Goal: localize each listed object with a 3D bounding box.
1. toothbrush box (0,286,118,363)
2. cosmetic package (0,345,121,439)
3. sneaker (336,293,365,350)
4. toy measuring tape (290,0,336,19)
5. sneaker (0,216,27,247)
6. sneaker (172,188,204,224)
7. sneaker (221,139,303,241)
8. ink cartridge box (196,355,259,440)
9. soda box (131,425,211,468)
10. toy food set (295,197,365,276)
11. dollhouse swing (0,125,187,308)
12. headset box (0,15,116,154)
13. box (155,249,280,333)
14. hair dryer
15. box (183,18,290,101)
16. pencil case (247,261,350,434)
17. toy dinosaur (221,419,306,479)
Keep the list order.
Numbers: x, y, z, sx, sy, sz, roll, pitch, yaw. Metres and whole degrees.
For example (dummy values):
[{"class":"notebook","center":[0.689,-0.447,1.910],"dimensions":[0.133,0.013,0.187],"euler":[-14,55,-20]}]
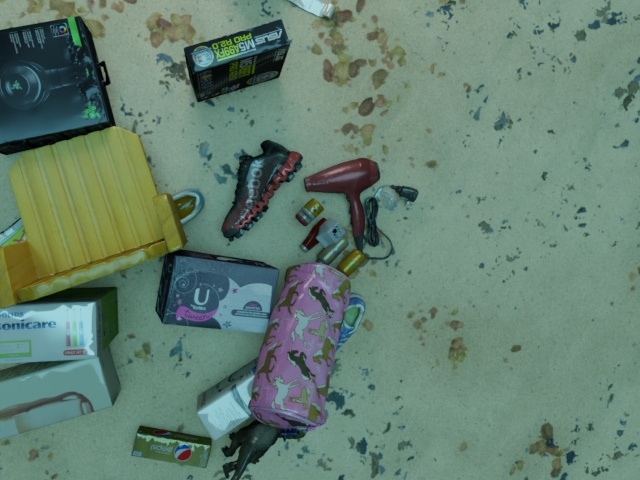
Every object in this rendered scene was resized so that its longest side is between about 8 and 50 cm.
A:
[{"class":"toothbrush box","center":[-0.566,0.176,1.321],"dimensions":[0.206,0.283,0.122],"euler":[-1,91,-10]},{"class":"cosmetic package","center":[-0.624,0.342,1.383],"dimensions":[0.296,0.153,0.129],"euler":[-15,95,-8]},{"class":"sneaker","center":[0.038,0.224,1.526],"dimensions":[0.080,0.081,0.211],"euler":[35,87,-10]},{"class":"toy measuring tape","center":[-0.110,-0.637,1.468],"dimensions":[0.330,0.121,0.121],"euler":[24,87,-9]},{"class":"sneaker","center":[-0.669,-0.012,1.410],"dimensions":[0.208,0.081,0.094],"euler":[-39,105,-1]},{"class":"sneaker","center":[-0.379,-0.047,1.445],"dimensions":[0.229,0.092,0.087],"euler":[-40,99,-5]},{"class":"sneaker","center":[-0.167,-0.130,1.477],"dimensions":[0.135,0.097,0.276],"euler":[38,83,-9]},{"class":"ink cartridge box","center":[-0.190,0.368,1.456],"dimensions":[0.203,0.148,0.085],"euler":[-32,96,-8]},{"class":"soda box","center":[-0.358,0.500,1.474],"dimensions":[0.182,0.061,0.058],"euler":[14,88,-9]},{"class":"toy food set","center":[0.000,0.000,1.492],"dimensions":[0.104,0.111,0.232],"euler":[-46,129,-6]},{"class":"dollhouse swing","center":[-0.492,-0.078,1.252],"dimensions":[0.347,0.315,0.304],"euler":[-18,96,-9]},{"class":"headset box","center":[-0.621,-0.348,1.378],"dimensions":[0.283,0.131,0.246],"euler":[-14,94,-10]},{"class":"box","center":[-0.242,0.119,1.419],"dimensions":[0.248,0.142,0.163],"euler":[10,92,-22]},{"class":"hair dryer","center":[0.092,-0.096,1.530],"dimensions":[0.294,0.080,0.223],"euler":[28,87,-9]},{"class":"box","center":[-0.191,-0.400,1.379],"dimensions":[0.216,0.270,0.060],"euler":[-19,93,-9]},{"class":"pencil case","center":[-0.038,0.233,1.374],"dimensions":[0.167,0.160,0.385],"euler":[49,43,-43]},{"class":"toy dinosaur","center":[-0.153,0.471,1.440],"dimensions":[0.160,0.314,0.121],"euler":[-45,70,16]}]
